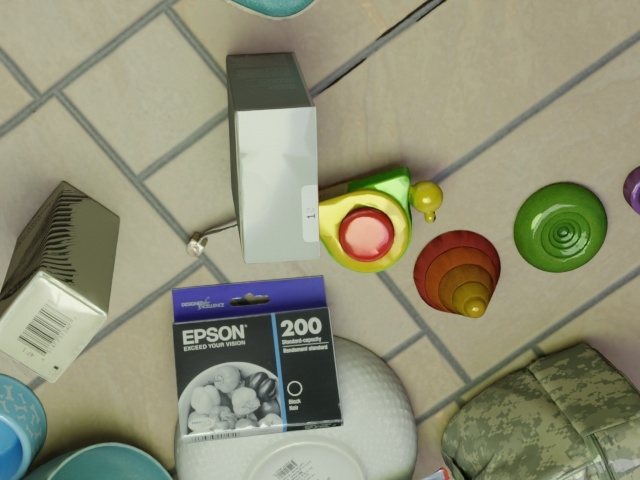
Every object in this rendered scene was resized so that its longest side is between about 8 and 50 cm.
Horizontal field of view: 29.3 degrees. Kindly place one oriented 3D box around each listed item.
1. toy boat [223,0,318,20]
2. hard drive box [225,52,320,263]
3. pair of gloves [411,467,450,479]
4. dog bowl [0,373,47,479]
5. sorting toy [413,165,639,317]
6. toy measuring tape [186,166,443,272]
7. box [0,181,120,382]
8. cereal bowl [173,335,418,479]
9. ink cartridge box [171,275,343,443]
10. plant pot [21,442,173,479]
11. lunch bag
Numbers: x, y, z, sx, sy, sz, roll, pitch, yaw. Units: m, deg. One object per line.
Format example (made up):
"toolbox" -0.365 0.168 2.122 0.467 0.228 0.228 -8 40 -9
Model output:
"toy boat" -0.053 -0.410 1.334 0.267 0.148 0.318 30 107 -18
"hard drive box" -0.059 -0.102 1.422 0.089 0.232 0.181 -4 114 -5
"pair of gloves" 0.106 0.385 1.662 0.159 0.023 0.198 -23 141 -15
"dog bowl" -0.515 0.271 1.614 0.297 0.074 0.166 -6 114 -4
"sorting toy" 0.302 0.015 1.578 0.365 0.126 0.127 -24 114 4
"toy measuring tape" 0.000 0.000 1.546 0.330 0.121 0.121 -17 115 10
"box" -0.306 0.041 1.429 0.094 0.275 0.113 36 104 -19
"cereal bowl" -0.028 0.303 1.654 0.339 0.141 0.339 -3 115 -6
"ink cartridge box" -0.083 0.144 1.559 0.206 0.045 0.208 -6 69 -5
"plant pot" -0.337 0.421 1.618 0.195 0.290 0.290 -13 120 37
"lunch bag" 0.310 0.300 1.611 0.256 0.305 0.212 -21 112 -2
